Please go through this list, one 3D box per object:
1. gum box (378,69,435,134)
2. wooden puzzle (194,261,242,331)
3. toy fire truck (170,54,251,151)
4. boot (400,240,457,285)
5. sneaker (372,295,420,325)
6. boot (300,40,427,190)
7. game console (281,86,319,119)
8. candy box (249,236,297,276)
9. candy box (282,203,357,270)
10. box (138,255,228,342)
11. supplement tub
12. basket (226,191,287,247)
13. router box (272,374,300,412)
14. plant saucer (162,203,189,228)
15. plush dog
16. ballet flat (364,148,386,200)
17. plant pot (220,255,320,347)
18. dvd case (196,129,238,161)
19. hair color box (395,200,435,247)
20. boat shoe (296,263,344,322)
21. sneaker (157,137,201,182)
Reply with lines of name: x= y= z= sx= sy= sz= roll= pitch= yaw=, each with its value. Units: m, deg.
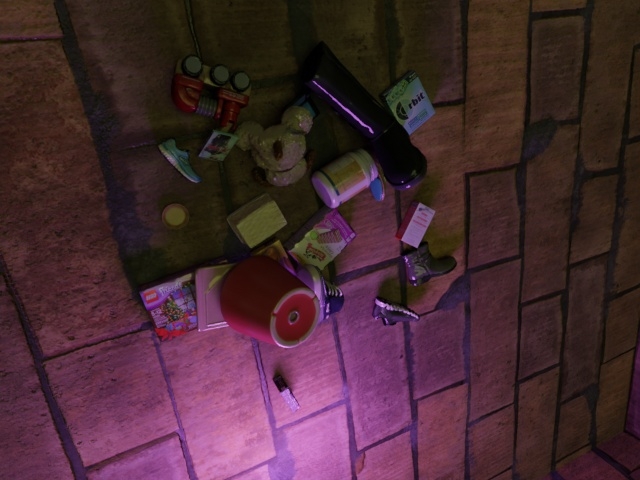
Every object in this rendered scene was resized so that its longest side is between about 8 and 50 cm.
gum box: x=0.322 y=-0.502 z=1.664 sx=0.157 sy=0.041 sz=0.184 roll=-40 pitch=117 yaw=-9
wooden puzzle: x=-0.306 y=0.180 z=1.515 sx=0.239 sy=0.044 sz=0.220 roll=-8 pitch=108 yaw=-32
toy fire truck: x=-0.340 y=-0.387 z=1.346 sx=0.217 sy=0.158 sz=0.246 roll=10 pitch=91 yaw=-28
boot: x=0.459 y=0.074 z=1.887 sx=0.247 sy=0.083 sz=0.161 roll=-22 pitch=108 yaw=-19
sneaker: x=0.309 y=0.314 z=1.891 sx=0.234 sy=0.078 sz=0.106 roll=21 pitch=98 yaw=-25
boot: x=0.134 y=-0.395 z=1.439 sx=0.146 sy=0.367 sz=0.445 roll=-38 pitch=124 yaw=19
game console: x=-0.061 y=-0.428 z=1.493 sx=0.122 sy=0.107 sz=0.071 roll=-43 pitch=90 yaw=-8
candy box: x=-0.161 y=0.094 z=1.614 sx=0.109 sy=0.053 sz=0.186 roll=-31 pitch=115 yaw=-14
candy box: x=0.000 y=0.000 z=1.650 sx=0.233 sy=0.071 sz=0.159 roll=-45 pitch=119 yaw=-6
box: x=-0.429 y=0.195 z=1.515 sx=0.293 sy=0.057 sz=0.200 roll=-21 pitch=113 yaw=-19
supplement tub: x=0.085 y=-0.220 z=1.580 sx=0.200 sy=0.144 sz=0.144 roll=-33 pitch=117 yaw=-13
basket: x=-0.210 y=-0.067 z=1.512 sx=0.167 sy=0.103 sz=0.113 roll=-36 pitch=118 yaw=-12
router box: x=-0.132 y=0.596 z=1.758 sx=0.038 sy=0.092 sz=0.122 roll=-33 pitch=117 yaw=-13
plant saucer: x=-0.463 y=-0.078 z=1.441 sx=0.083 sy=0.015 sz=0.083 roll=-7 pitch=108 yaw=-23
plush dog: x=-0.120 y=-0.268 z=1.447 sx=0.262 sy=0.210 sz=0.225 roll=-20 pitch=144 yaw=0
ballet flat: x=0.212 y=-0.248 z=1.678 sx=0.067 sy=0.073 sz=0.206 roll=-36 pitch=122 yaw=-27
plant pot: x=-0.149 y=0.208 z=1.451 sx=0.275 sy=0.243 sz=0.274 roll=-13 pitch=111 yaw=-37
dvd case: x=-0.316 y=-0.289 z=1.390 sx=0.087 sy=0.013 sz=0.119 roll=5 pitch=147 yaw=-41
hair color box: x=0.381 y=-0.066 z=1.819 sx=0.093 sy=0.053 sz=0.167 roll=24 pitch=96 yaw=-28
boat shoe: x=0.007 y=0.178 z=1.630 sx=0.158 sy=0.127 sz=0.340 roll=-24 pitch=149 yaw=-22
sneaker: x=-0.418 y=-0.244 z=1.385 sx=0.073 sy=0.063 sz=0.162 roll=-45 pitch=119 yaw=-10
